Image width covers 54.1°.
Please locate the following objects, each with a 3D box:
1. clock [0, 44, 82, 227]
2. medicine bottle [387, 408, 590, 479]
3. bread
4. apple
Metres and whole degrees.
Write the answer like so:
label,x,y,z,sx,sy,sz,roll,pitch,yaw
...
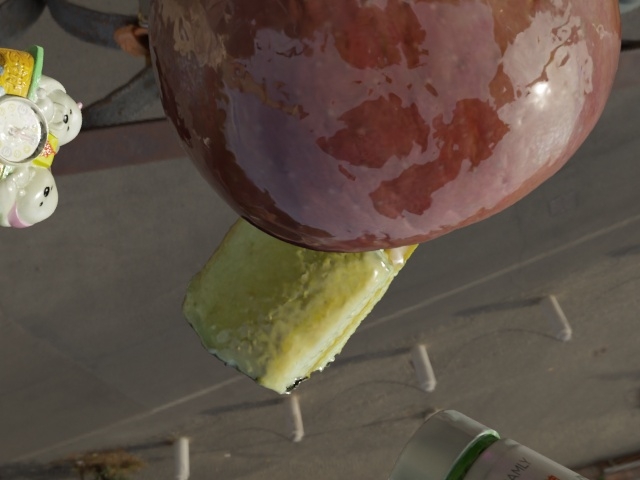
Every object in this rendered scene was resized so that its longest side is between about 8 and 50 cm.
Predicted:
label,x,y,z,sx,sy,sz,roll,pitch,yaw
clock,-0.344,-0.107,0.700,0.103,0.231,0.144,13,173,31
medicine bottle,0.126,0.163,0.310,0.086,0.183,0.086,-24,124,-42
bread,0.000,-0.001,0.893,0.239,0.395,0.264,34,116,2
apple,0.041,-0.136,0.433,0.305,0.306,0.235,-19,115,6
